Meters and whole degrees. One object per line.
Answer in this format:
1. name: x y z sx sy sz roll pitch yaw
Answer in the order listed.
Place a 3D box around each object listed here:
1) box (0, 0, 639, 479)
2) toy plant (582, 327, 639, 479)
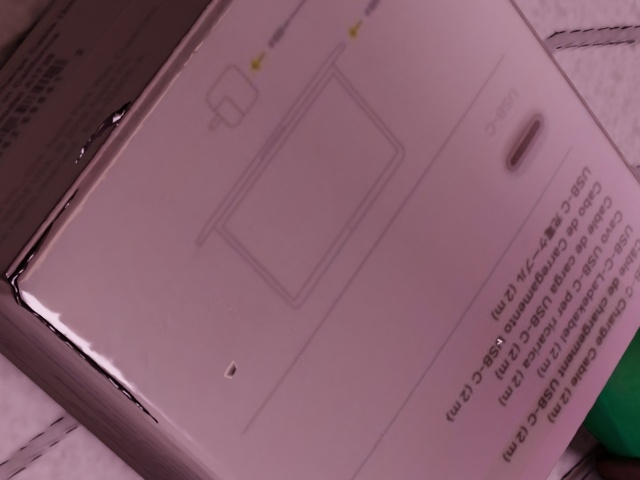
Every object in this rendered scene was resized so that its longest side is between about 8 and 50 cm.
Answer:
1. box: 0.000 0.000 0.667 0.252 0.106 0.203 47 68 -36
2. toy plant: 0.173 0.063 0.836 0.143 0.105 0.200 -32 107 -41
